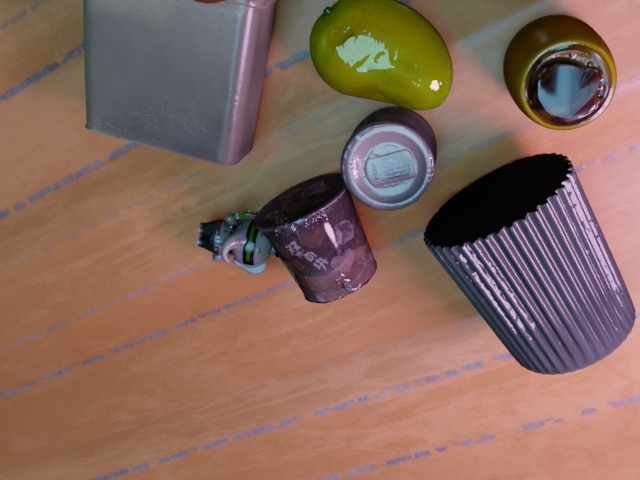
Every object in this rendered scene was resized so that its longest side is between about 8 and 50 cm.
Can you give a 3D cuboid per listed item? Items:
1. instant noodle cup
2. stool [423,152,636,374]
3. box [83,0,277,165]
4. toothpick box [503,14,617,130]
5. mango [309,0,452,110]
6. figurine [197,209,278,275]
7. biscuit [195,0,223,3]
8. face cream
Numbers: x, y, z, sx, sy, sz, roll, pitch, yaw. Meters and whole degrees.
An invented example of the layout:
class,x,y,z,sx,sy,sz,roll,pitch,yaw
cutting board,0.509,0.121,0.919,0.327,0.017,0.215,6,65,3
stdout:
class,x,y,z,sx,sy,sz,roll,pitch,yaw
instant noodle cup,0.000,0.000,1.359,0.218,0.217,0.207,-18,114,20
stool,0.405,0.051,1.240,0.297,0.297,0.330,-29,107,23
box,-0.282,-0.360,1.287,0.352,0.177,0.343,15,116,6
toothpick box,0.400,-0.279,1.101,0.175,0.271,0.174,5,113,11
mango,0.115,-0.349,1.210,0.273,0.149,0.185,12,108,2
figurine,-0.173,0.001,1.447,0.193,0.126,0.147,9,96,-3
biscuit,-0.169,-0.600,1.110,0.394,0.076,0.368,45,76,-5
face cream,0.136,-0.161,1.282,0.177,0.153,0.177,5,114,10
